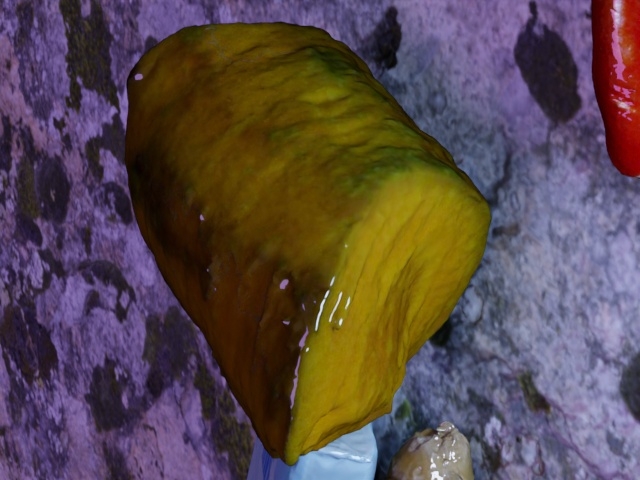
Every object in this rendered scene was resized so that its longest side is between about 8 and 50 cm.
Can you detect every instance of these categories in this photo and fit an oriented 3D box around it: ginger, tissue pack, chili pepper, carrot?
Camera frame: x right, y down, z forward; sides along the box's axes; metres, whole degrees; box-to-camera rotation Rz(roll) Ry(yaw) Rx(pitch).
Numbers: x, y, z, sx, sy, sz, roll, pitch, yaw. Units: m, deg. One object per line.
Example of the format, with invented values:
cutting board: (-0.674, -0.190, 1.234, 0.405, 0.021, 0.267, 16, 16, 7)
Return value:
ginger: (0.076, 0.228, 1.523, 0.095, 0.069, 0.190, -91, 15, -52)
tissue pack: (-0.017, 0.229, 1.595, 0.177, 0.089, 0.263, -94, 14, -59)
chili pepper: (0.234, -0.167, 1.181, 0.137, 0.092, 0.368, 24, 120, 38)
carrot: (0.000, 0.000, 1.420, 0.340, 0.241, 0.241, 54, 138, 35)
